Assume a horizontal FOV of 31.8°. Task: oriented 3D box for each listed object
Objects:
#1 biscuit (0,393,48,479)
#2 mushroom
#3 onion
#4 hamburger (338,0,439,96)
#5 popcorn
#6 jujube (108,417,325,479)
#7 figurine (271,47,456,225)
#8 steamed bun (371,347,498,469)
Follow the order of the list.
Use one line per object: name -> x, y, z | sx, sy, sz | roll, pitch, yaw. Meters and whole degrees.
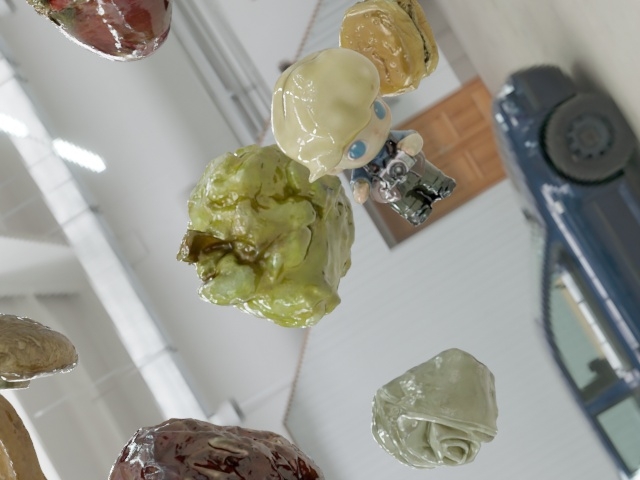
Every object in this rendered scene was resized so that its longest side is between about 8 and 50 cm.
biscuit -> -0.300, 0.205, 0.988 | 0.044, 0.186, 0.295 | -32, -85, -54
mushroom -> -0.586, 0.210, 2.110 | 0.278, 0.278, 0.146 | 18, -107, -81
onion -> -0.288, -0.332, 1.404 | 0.248, 0.161, 0.248 | 63, 178, 4
hamburger -> 0.095, -0.278, 1.611 | 0.138, 0.083, 0.147 | -2, 115, 48
popcorn -> -0.072, -0.002, 1.381 | 0.266, 0.192, 0.233 | -28, -72, -48
jujube -> -0.158, 0.415, 1.748 | 0.376, 0.276, 0.276 | 16, -145, -41
figurine -> 0.040, -0.089, 1.038 | 0.196, 0.114, 0.108 | 43, -172, -21
steamed bun -> 0.195, 0.297, 1.812 | 0.211, 0.217, 0.144 | 56, -167, -47
